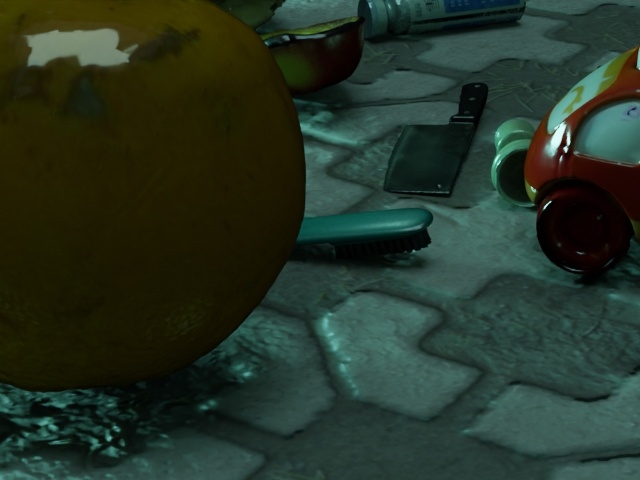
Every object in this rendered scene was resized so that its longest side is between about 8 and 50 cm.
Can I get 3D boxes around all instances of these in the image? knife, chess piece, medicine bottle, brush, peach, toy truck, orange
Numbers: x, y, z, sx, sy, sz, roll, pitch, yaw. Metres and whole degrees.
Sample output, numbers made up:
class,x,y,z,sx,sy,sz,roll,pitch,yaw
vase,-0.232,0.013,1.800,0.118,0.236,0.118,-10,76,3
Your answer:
class,x,y,z,sx,sy,sz,roll,pitch,yaw
knife,0.111,-0.099,1.553,0.072,0.019,0.245,5,28,14
chess piece,0.181,-0.078,1.472,0.059,0.059,0.149,1,19,3
medicine bottle,0.139,-0.265,1.862,0.191,0.051,0.051,-8,26,-18
brush,0.000,0.000,1.340,0.193,0.032,0.043,-6,28,17
peach,-0.050,-0.179,1.666,0.189,0.068,0.279,-12,8,-11
toy truck,0.295,-0.099,1.289,0.265,0.239,0.189,9,26,20
orange,-0.165,-0.044,1.123,0.312,0.312,0.312,-1,25,0

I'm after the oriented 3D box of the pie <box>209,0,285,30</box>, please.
class,x,y,z,sx,sy,sz,roll,pitch,yaw
pie,-0.160,-0.262,1.830,0.274,0.055,0.274,-9,19,3
